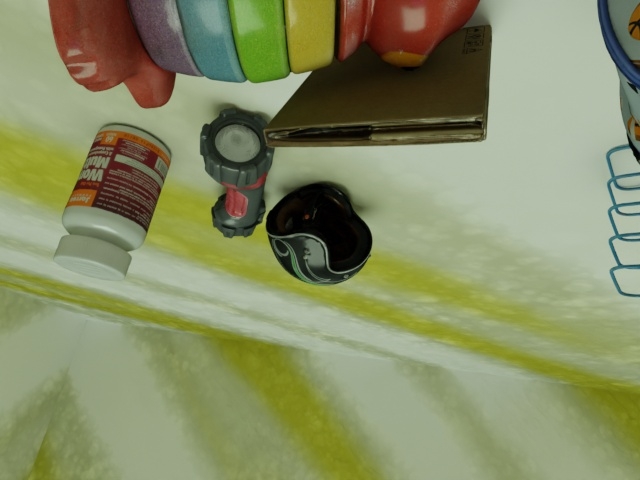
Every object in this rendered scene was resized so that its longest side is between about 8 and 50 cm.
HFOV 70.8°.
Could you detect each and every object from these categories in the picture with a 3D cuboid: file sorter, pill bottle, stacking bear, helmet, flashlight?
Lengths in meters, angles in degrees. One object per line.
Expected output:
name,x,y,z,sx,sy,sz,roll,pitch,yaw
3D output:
file sorter,0.415,-0.023,0.546,0.104,0.170,0.118,-6,153,39
pill bottle,-0.323,-0.057,0.704,0.121,0.221,0.121,8,157,4
stacking bear,-0.020,-0.195,0.344,0.288,0.164,0.175,-2,-170,-1
helmet,0.000,0.000,0.787,0.169,0.169,0.161,-7,136,35
flashlight,-0.140,-0.084,0.728,0.103,0.103,0.304,38,156,1

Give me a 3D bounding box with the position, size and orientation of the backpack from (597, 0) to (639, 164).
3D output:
backpack,0.290,-0.143,0.219,0.263,0.277,0.213,-5,149,47

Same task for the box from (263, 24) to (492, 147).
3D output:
box,0.061,-0.139,0.394,0.164,0.201,0.021,2,131,21
